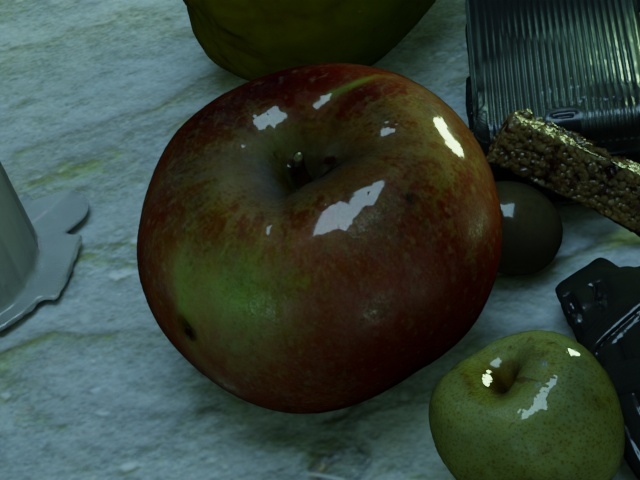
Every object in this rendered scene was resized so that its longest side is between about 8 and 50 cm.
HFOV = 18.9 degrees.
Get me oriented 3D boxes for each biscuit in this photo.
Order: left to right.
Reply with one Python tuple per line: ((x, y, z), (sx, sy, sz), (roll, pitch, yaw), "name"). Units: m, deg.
((0.265, -0.065, 1.914), (0.199, 0.064, 0.034), (25, 24, -7), "biscuit")

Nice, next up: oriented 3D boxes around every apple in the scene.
((0.000, 0.000, 1.807), (0.348, 0.277, 0.348), (-9, 48, 10), "apple")

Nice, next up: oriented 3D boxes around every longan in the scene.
((0.192, -0.012, 1.922), (0.113, 0.113, 0.092), (25, 94, 35), "longan")

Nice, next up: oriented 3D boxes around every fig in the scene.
((-0.002, -0.343, 2.182), (0.343, 0.343, 0.343), (-7, 41, 6), "fig")

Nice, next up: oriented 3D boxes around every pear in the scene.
((0.182, 0.159, 1.691), (0.167, 0.136, 0.167), (-18, 39, 15), "pear")

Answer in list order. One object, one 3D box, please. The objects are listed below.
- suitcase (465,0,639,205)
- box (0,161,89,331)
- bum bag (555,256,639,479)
((0.253, -0.173, 2.054), (0.202, 0.128, 0.312), (-6, 42, 8), "suitcase")
((-0.393, -0.040, 2.011), (0.291, 0.206, 0.262), (-29, 44, -14), "box")
((0.316, 0.110, 1.760), (0.142, 0.080, 0.326), (-20, 42, 2), "bum bag")
